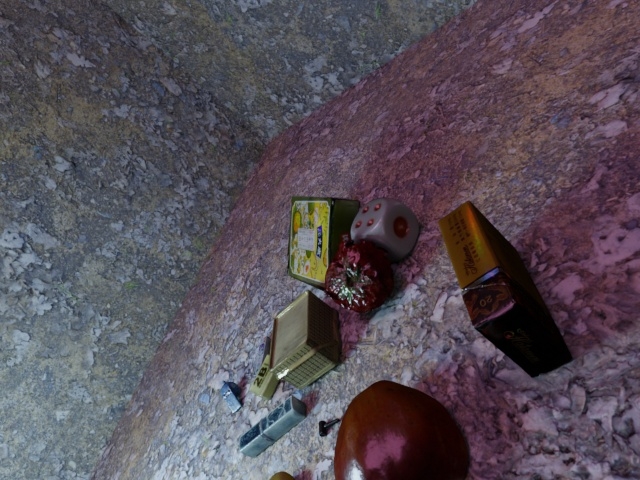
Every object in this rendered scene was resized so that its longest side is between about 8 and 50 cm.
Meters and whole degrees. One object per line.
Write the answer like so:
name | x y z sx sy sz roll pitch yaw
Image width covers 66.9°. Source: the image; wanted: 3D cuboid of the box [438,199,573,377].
box | 0.454 0.110 1.235 0.115 0.264 0.416 -37 30 25

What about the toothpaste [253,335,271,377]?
toothpaste | -0.254 0.515 2.139 0.047 0.040 0.196 -32 33 28

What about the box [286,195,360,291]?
box | 0.000 0.000 2.072 0.420 0.138 0.374 12 99 62

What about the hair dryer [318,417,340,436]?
hair dryer | 0.030 0.604 1.584 0.083 0.026 0.047 -33 33 20

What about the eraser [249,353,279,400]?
eraser | -0.215 0.560 1.997 0.117 0.058 0.172 -5 52 56

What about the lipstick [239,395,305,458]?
lipstick | -0.174 0.677 1.762 0.289 0.076 0.077 -42 26 16

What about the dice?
dice | 0.245 -0.039 1.849 0.191 0.194 0.193 -10 50 53

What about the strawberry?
strawberry | 0.149 0.130 1.772 0.273 0.220 0.275 -5 80 29

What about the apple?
apple | 0.191 0.556 1.273 0.328 0.295 0.365 -13 30 -6

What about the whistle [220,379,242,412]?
whistle | -0.387 0.677 2.126 0.090 0.090 0.158 -47 65 11

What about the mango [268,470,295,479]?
mango | -0.136 0.825 1.507 0.130 0.091 0.195 -23 47 42

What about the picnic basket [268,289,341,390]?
picnic basket | -0.057 0.383 1.839 0.228 0.175 0.313 -41 24 23
